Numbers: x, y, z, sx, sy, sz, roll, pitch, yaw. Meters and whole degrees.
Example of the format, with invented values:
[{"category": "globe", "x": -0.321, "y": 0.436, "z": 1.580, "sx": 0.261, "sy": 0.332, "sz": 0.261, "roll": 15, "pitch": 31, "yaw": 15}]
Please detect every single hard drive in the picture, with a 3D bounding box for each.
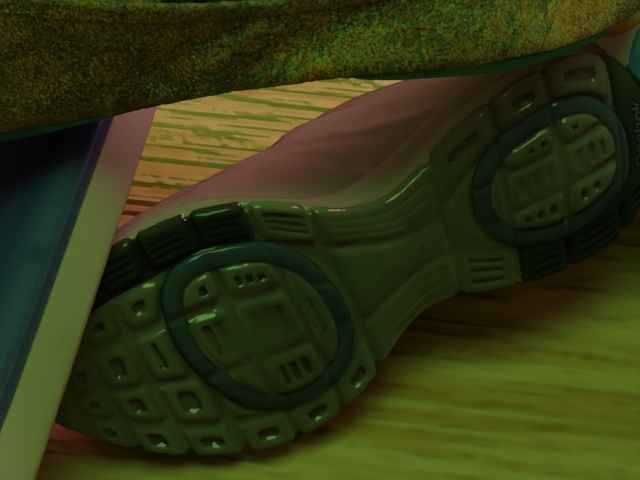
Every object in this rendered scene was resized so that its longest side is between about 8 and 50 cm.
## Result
[{"category": "hard drive", "x": -0.178, "y": 0.021, "z": 0.681, "sx": 0.210, "sy": 0.040, "sz": 0.319, "roll": -17, "pitch": 37, "yaw": 24}]

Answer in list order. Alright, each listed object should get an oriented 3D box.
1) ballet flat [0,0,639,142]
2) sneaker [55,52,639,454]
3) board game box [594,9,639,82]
[{"category": "ballet flat", "x": -0.015, "y": -0.118, "z": 0.661, "sx": 0.348, "sy": 0.123, "sz": 0.123, "roll": -11, "pitch": 45, "yaw": -18}, {"category": "sneaker", "x": 0.000, "y": 0.000, "z": 0.745, "sx": 0.297, "sy": 0.111, "sz": 0.129, "roll": -23, "pitch": 21, "yaw": -16}, {"category": "board game box", "x": 0.214, "y": -0.115, "z": 0.790, "sx": 0.144, "sy": 0.142, "sz": 0.275, "roll": 25, "pitch": 19, "yaw": -49}]
